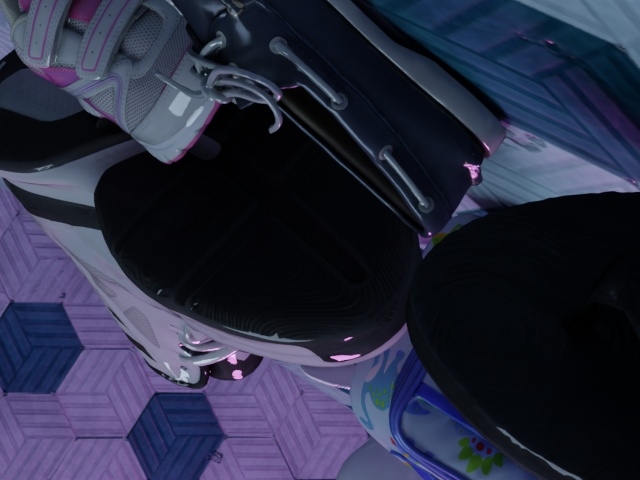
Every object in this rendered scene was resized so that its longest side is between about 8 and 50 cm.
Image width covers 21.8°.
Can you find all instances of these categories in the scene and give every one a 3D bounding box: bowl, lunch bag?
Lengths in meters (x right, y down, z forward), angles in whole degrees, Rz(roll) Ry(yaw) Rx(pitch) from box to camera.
[{"bbox_3d":[0.143,0.288,2.103,0.298,0.134,0.298,-9,165,-2],"label":"bowl"},{"bbox_3d":[0.138,0.101,1.089,0.219,0.176,0.090,37,171,-24],"label":"lunch bag"}]

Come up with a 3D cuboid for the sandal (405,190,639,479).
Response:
[{"bbox_3d":[0.249,0.065,0.683,0.446,0.167,0.107,21,143,19],"label":"sandal"}]

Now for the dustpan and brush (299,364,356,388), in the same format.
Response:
[{"bbox_3d":[0.088,0.104,1.613,0.211,0.060,0.147,5,135,-8],"label":"dustpan and brush"}]

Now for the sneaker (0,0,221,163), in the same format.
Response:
[{"bbox_3d":[-0.127,-0.122,1.000,0.111,0.103,0.252,35,171,-31],"label":"sneaker"}]

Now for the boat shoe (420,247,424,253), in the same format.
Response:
[{"bbox_3d":[0.000,0.000,1.296,0.301,0.108,0.102,41,145,33],"label":"boat shoe"}]

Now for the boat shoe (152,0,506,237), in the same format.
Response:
[{"bbox_3d":[-0.021,-0.094,0.860,0.254,0.079,0.095,35,171,-21],"label":"boat shoe"}]

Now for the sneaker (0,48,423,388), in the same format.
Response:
[{"bbox_3d":[-0.052,0.013,1.141,0.447,0.169,0.257,28,160,47],"label":"sneaker"}]
